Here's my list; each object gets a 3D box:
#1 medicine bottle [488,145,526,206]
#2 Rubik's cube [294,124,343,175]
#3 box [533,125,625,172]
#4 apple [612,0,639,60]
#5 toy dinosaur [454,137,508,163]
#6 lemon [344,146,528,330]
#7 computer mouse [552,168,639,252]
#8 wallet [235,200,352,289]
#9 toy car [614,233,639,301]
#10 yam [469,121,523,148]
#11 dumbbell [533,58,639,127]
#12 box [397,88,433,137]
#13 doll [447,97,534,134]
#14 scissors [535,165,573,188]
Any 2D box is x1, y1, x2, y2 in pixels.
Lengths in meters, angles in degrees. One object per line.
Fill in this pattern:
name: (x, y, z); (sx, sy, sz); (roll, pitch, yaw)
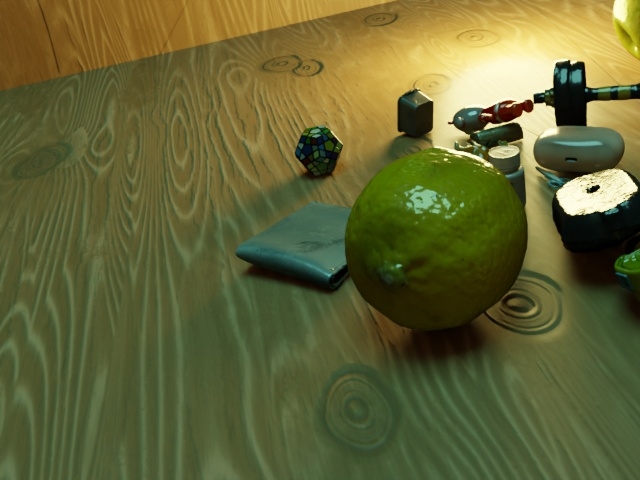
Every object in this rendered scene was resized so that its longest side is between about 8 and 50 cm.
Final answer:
medicine bottle: (0.401, -0.133, 1.804); (0.080, 0.130, 0.080); (-9, 29, 5)
Rubik's cube: (-0.004, -0.233, 2.165); (0.133, 0.133, 0.112); (7, 6, 31)
box: (0.591, -0.210, 1.915); (0.200, 0.088, 0.146); (6, 27, 27)
apple: (0.982, -0.632, 2.302); (0.339, 0.340, 0.340); (-9, 28, 5)
toy dinosaur: (0.388, -0.183, 2.005); (0.142, 0.057, 0.212); (9, 41, -1)
lemon: (0.200, -0.003, 1.460); (0.335, 0.336, 0.336); (-9, 28, 5)
computer mouse: (0.536, -0.049, 1.580); (0.182, 0.116, 0.323); (-26, 10, 16)
wallet: (0.000, 0.001, 1.798); (0.251, 0.054, 0.290); (15, 33, 34)
toy car: (0.626, 0.040, 1.386); (0.247, 0.142, 0.200); (-29, 6, 4)
yam: (0.446, -0.263, 2.112); (0.132, 0.054, 0.054); (-15, 28, -8)
dumbbell: (0.721, -0.361, 2.048); (0.388, 0.185, 0.185); (-1, 30, 21)
box: (0.260, -0.341, 2.262); (0.084, 0.122, 0.069); (-28, 44, -26)
doll: (0.428, -0.323, 2.166); (0.142, 0.076, 0.245); (-23, 9, -43)
scissors: (0.525, -0.145, 1.904); (0.058, 0.014, 0.119); (-12, 30, -15)
